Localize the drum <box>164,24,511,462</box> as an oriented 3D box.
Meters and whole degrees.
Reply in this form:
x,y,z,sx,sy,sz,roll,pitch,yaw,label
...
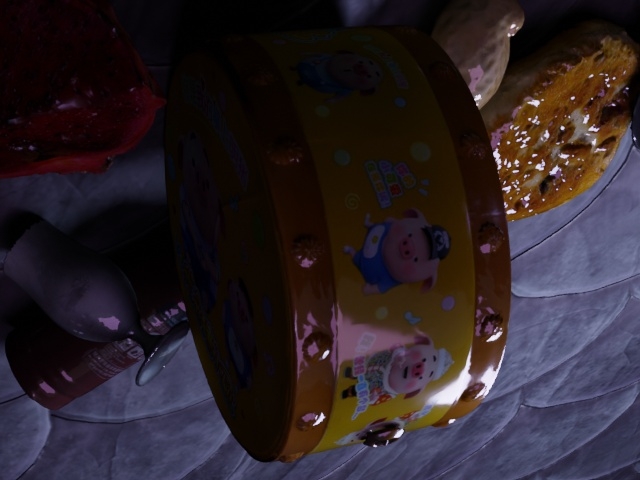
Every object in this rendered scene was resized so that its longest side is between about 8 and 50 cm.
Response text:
x,y,z,sx,sy,sz,roll,pitch,yaw,label
0.000,0.000,1.199,0.214,0.431,0.431,-10,144,-20,drum

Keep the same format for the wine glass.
x,y,z,sx,sy,sz,roll,pitch,yaw,label
-0.247,0.064,1.324,0.093,0.202,0.093,-51,170,-12,wine glass

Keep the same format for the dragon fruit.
x,y,z,sx,sy,sz,roll,pitch,yaw,label
-0.260,-0.135,1.132,0.262,0.134,0.211,-13,160,8,dragon fruit

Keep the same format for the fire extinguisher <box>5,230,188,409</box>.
x,y,z,sx,sy,sz,roll,pitch,yaw,label
-0.204,0.074,1.453,0.337,0.114,0.135,-32,159,11,fire extinguisher

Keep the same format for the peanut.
x,y,z,sx,sy,sz,roll,pitch,yaw,label
0.125,-0.165,1.335,0.117,0.101,0.263,38,117,-8,peanut

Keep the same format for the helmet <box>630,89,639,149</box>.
x,y,z,sx,sy,sz,roll,pitch,yaw,label
0.512,-0.175,1.492,0.279,0.160,0.230,12,113,-54,helmet

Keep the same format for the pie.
x,y,z,sx,sy,sz,roll,pitch,yaw,label
0.275,-0.133,1.475,0.315,0.092,0.315,-28,147,-20,pie
